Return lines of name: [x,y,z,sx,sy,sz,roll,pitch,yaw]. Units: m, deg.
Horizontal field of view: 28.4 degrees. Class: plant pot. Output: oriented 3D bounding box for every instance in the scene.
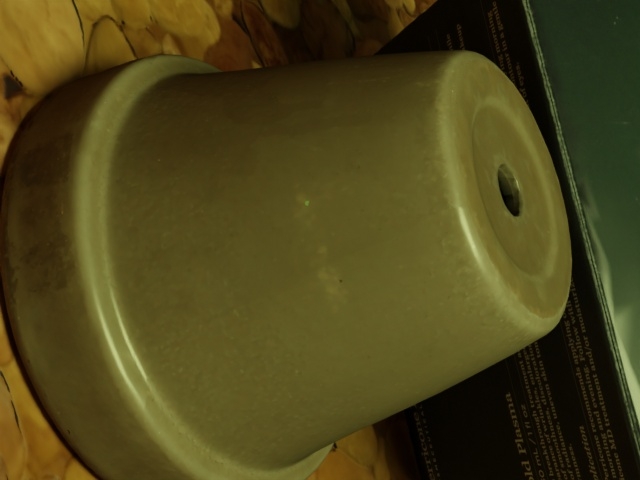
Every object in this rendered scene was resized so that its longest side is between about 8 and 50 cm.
plant pot: [0.000,0.000,0.680,0.263,0.229,0.263,35,46,-47]

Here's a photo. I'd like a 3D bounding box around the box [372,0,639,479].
box: [0.170,0.002,0.854,0.179,0.312,0.343,-11,85,-21]
